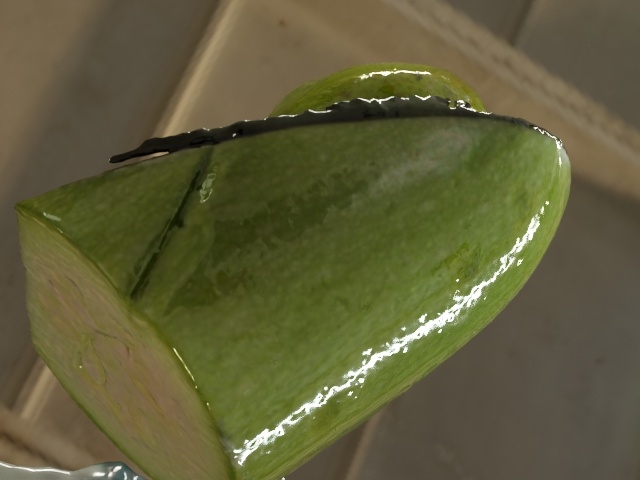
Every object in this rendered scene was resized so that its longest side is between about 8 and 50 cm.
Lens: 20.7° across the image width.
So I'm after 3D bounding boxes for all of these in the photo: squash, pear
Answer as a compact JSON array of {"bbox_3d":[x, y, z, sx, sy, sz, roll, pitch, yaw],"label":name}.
[{"bbox_3d":[0.000,0.000,1.080,0.309,0.234,0.210,-40,-111,-24],"label":"squash"},{"bbox_3d":[0.048,-0.051,1.318,0.219,0.187,0.187,-24,-100,-30],"label":"pear"}]

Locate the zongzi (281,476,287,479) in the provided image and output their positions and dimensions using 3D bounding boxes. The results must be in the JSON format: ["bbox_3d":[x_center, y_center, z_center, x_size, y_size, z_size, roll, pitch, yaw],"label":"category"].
[{"bbox_3d":[-0.048,0.172,1.448,0.083,0.073,0.067,28,-151,0],"label":"zongzi"}]

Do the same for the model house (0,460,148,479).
[{"bbox_3d":[-0.111,0.198,0.651,0.300,0.271,0.190,6,-139,-6],"label":"model house"}]
